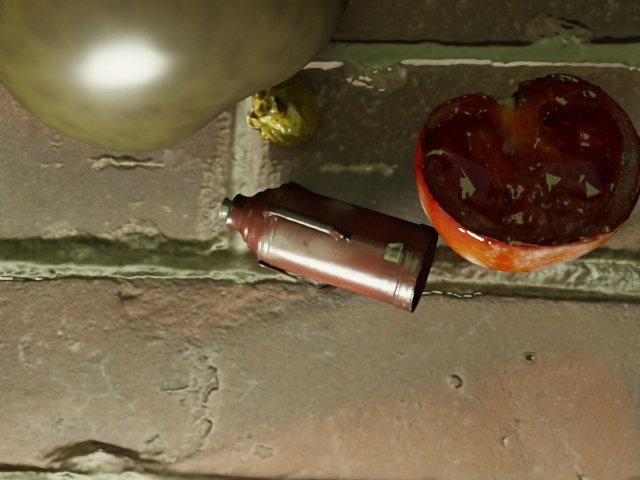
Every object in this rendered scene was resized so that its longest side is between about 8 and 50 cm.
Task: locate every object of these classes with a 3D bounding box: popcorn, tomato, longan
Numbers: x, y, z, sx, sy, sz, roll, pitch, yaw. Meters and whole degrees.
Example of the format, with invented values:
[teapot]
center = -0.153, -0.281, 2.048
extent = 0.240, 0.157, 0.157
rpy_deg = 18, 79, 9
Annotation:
[popcorn]
center = -0.042, -0.144, 1.159
extent = 0.084, 0.084, 0.084
rpy_deg = 0, 82, 1
[tomato]
center = 0.212, -0.056, 1.106
extent = 0.233, 0.139, 0.200
rpy_deg = -8, 62, -3
[longan]
center = -0.163, -0.281, 1.057
extent = 0.405, 0.336, 0.404
rpy_deg = -6, 120, -11

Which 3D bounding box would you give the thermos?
[thermos]
center = 0.001, -0.003, 1.119
extent = 0.232, 0.124, 0.098
rpy_deg = 18, 80, 11
